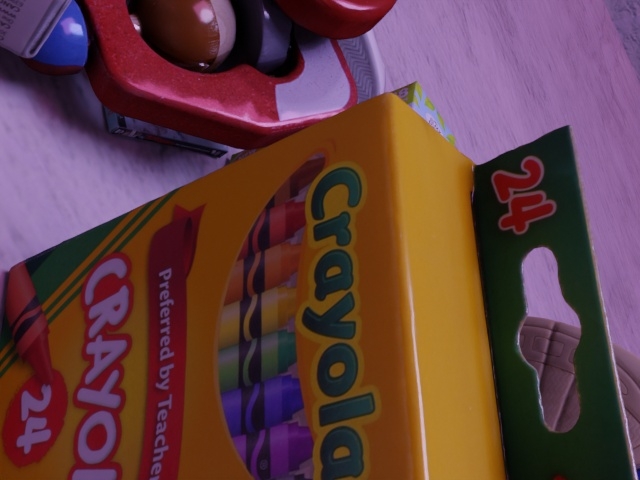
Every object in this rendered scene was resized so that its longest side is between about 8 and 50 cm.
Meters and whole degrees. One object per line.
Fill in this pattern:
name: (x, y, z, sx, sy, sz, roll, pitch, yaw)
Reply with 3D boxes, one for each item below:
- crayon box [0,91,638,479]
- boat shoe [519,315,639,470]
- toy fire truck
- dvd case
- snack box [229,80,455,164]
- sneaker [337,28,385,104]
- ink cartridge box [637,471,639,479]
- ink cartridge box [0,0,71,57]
crayon box: (-0.030, 0.066, 0.435, 0.081, 0.319, 0.202, 32, 46, -45)
boat shoe: (0.120, 0.117, 0.688, 0.092, 0.285, 0.102, 42, 57, -47)
toy fire truck: (-0.106, -0.200, 0.644, 0.254, 0.169, 0.302, -15, 80, -33)
dvd case: (-0.119, -0.112, 0.702, 0.119, 0.013, 0.087, 7, 66, -54)
snack box: (0.000, 0.000, 0.663, 0.070, 0.175, 0.207, 51, 34, -33)
sneaker: (-0.004, -0.261, 0.883, 0.292, 0.108, 0.169, 59, 35, -13)
ink cartridge box: (0.164, 0.196, 0.677, 0.072, 0.304, 0.307, 62, 32, -10)
ink cartridge box: (-0.236, -0.255, 0.487, 0.275, 0.060, 0.238, 27, 47, -25)
